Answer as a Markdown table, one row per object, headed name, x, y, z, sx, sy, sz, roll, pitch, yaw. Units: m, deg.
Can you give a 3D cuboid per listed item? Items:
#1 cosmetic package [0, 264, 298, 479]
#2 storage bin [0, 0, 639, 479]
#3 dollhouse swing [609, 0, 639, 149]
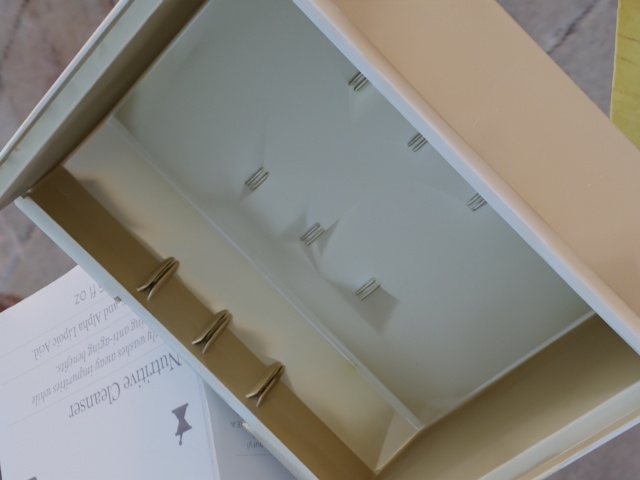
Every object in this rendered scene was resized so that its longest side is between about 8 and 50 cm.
| name | x | y | z | sx | sy | sz | roll | pitch | yaw |
| --- | --- | --- | --- | --- | --- | --- | --- | --- | --- |
| cosmetic package | -0.063 | 0.198 | 0.880 | 0.217 | 0.156 | 0.385 | -31 | 62 | 40 |
| storage bin | 0.000 | 0.000 | 0.684 | 0.262 | 0.123 | 0.260 | 45 | 130 | -5 |
| dollhouse swing | 0.484 | -0.182 | 1.348 | 0.315 | 0.305 | 0.346 | 25 | 132 | 37 |
